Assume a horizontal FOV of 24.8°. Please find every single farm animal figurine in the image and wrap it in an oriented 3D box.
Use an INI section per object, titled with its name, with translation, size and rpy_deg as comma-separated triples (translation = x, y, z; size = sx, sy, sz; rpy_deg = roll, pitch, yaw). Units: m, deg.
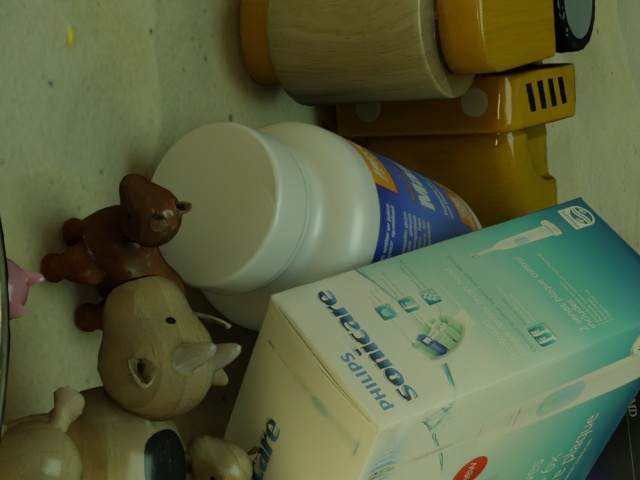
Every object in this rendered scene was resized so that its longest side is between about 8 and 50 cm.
[farm animal figurine]
translation = -0.136, 0.108, 0.806
size = 0.330, 0.172, 0.327
rpy_deg = -25, 107, -56

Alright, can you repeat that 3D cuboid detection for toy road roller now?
[toy road roller]
translation = 0.099, -0.117, 1.194
size = 0.329, 0.202, 0.241
rpy_deg = -19, 106, -59

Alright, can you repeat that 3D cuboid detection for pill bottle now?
[pill bottle]
translation = 0.000, 0.000, 1.059
size = 0.272, 0.152, 0.152
rpy_deg = 21, 68, -56

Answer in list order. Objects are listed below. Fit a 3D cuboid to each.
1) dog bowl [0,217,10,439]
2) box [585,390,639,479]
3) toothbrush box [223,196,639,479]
[dog bowl]
translation = -0.305, 0.022, 0.421
size = 0.407, 0.150, 0.408
rpy_deg = -2, 94, -22
[box]
translation = 0.255, 0.225, 1.403
size = 0.103, 0.184, 0.261
rpy_deg = -10, 93, -58
[toothbrush box]
translation = 0.086, 0.115, 1.027
size = 0.295, 0.126, 0.216
rpy_deg = -15, 141, -36
